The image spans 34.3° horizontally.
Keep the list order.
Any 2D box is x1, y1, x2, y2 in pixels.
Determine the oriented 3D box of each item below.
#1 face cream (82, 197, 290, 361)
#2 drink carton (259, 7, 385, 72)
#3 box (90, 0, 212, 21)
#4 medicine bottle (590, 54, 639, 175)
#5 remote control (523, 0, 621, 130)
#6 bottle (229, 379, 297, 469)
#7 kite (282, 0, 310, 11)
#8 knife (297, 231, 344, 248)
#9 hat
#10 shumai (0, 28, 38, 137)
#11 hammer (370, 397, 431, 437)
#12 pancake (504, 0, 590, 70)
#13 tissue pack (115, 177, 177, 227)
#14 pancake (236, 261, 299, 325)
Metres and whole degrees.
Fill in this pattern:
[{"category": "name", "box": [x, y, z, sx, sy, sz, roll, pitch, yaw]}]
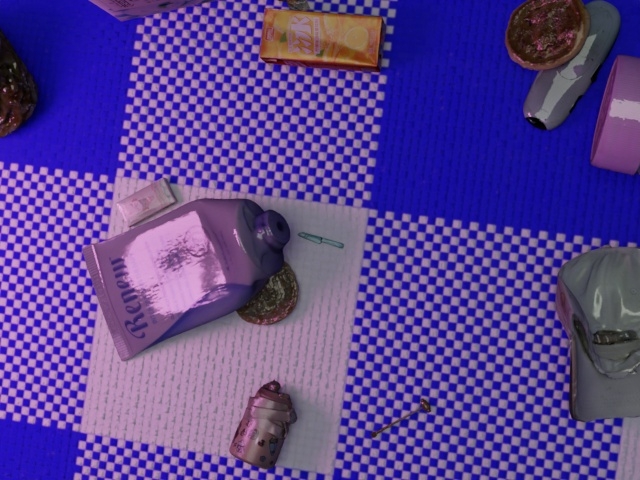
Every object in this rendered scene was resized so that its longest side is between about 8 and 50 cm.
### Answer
[{"category": "face cream", "box": [-0.244, 0.049, 1.925, 0.420, 0.137, 0.235, -23, 86, 23]}, {"category": "drink carton", "box": [0.005, -0.369, 1.918, 0.222, 0.071, 0.096, 7, 90, 9]}, {"category": "box", "box": [-0.321, -0.497, 1.872, 0.203, 0.274, 0.116, -9, 88, 9]}, {"category": "medicine bottle", "box": [0.633, -0.190, 1.742, 0.315, 0.202, 0.202, 12, 90, 9]}, {"category": "remote control", "box": [0.452, -0.314, 1.856, 0.097, 0.045, 0.256, 29, 95, 12]}, {"category": "bottle", "box": [-0.099, 0.334, 1.898, 0.099, 0.099, 0.152, 23, 88, 9]}, {"category": "kite", "box": [-0.058, -0.446, 1.965, 0.078, 0.002, 0.044, -5, 87, 8]}, {"category": "knife", "box": [0.000, 0.000, 1.937, 0.091, 0.005, 0.014, 17, 89, 10]}, {"category": "hat", "box": [0.510, 0.171, 1.796, 0.257, 0.168, 0.301, 0, 112, -10]}, {"category": "shumai", "box": [-0.666, -0.322, 1.958, 0.189, 0.218, 0.256, -40, 83, -3]}, {"category": "hammer", "box": [0.145, 0.328, 1.897, 0.123, 0.014, 0.029, -31, 75, 8]}, {"category": "pancake", "box": [0.403, -0.377, 1.851, 0.158, 0.028, 0.158, -7, 75, 28]}, {"category": "tissue pack", "box": [-0.333, -0.073, 1.985, 0.108, 0.023, 0.056, -29, 84, 8]}, {"category": "pancake", "box": [-0.107, 0.093, 1.941, 0.139, 0.022, 0.140, -1, 85, 13]}]
